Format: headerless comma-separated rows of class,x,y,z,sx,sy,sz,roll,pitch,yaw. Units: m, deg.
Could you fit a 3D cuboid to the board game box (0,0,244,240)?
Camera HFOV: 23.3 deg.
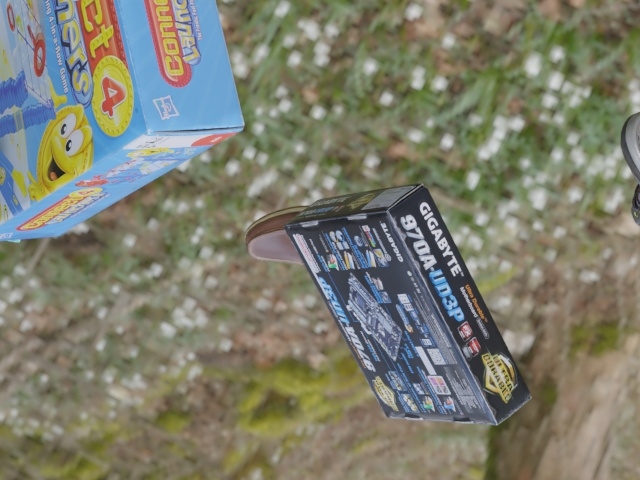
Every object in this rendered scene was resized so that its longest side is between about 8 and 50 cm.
board game box,-0.208,-0.184,1.242,0.086,0.308,0.302,-7,169,-38

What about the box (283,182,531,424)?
box,0.076,0.061,1.397,0.175,0.051,0.220,-8,114,58

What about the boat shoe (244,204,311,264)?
boat shoe,0.000,0.000,1.758,0.178,0.060,0.064,-4,130,6

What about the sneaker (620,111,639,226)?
sneaker,0.352,-0.059,1.629,0.118,0.083,0.222,7,154,50

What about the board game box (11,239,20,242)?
board game box,-0.378,-0.085,1.500,0.210,0.160,0.047,8,-149,-24
